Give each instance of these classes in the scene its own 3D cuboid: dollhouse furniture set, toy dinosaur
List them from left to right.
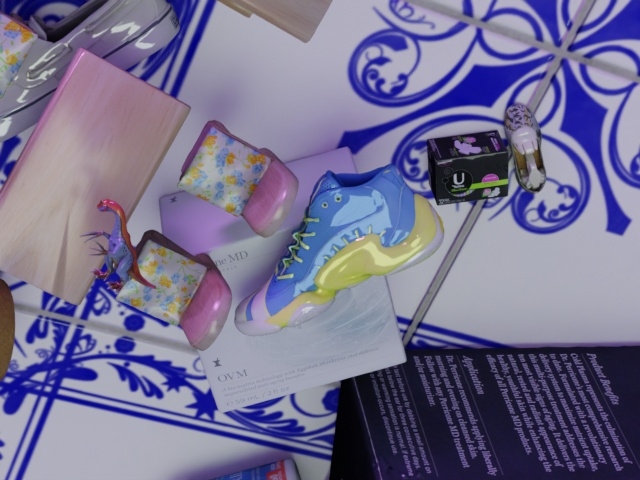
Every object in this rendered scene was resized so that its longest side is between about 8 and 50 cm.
[{"bbox_3d":[-0.182,0.001,1.268,0.090,0.047,0.082,-1,122,-44],"label":"toy dinosaur"},{"bbox_3d":[-0.174,-0.123,1.281,0.362,0.256,0.394,28,98,-20],"label":"dollhouse furniture set"}]

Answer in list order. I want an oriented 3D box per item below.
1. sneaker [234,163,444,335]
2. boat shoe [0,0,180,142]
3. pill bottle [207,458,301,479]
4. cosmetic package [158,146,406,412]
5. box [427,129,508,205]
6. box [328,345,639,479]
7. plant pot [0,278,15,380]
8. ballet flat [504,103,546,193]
[{"bbox_3d":[0.000,0.000,1.450,0.240,0.091,0.126,-27,101,6],"label":"sneaker"},{"bbox_3d":[-0.274,-0.184,1.422,0.267,0.096,0.088,-28,117,5],"label":"boat shoe"},{"bbox_3d":[-0.124,0.361,1.787,0.221,0.124,0.124,-15,124,-1],"label":"pill bottle"},{"bbox_3d":[-0.041,0.045,1.588,0.224,0.138,0.225,-16,123,0],"label":"cosmetic package"},{"bbox_3d":[0.166,-0.082,1.593,0.083,0.052,0.062,-8,124,-4],"label":"box"},{"bbox_3d":[0.255,0.401,1.778,0.471,0.297,0.480,1,122,-9],"label":"box"},{"bbox_3d":[-0.467,0.091,1.510,0.254,0.237,0.237,4,123,-32],"label":"plant pot"},{"bbox_3d":[0.235,-0.100,1.601,0.041,0.041,0.114,-17,124,1],"label":"ballet flat"}]
